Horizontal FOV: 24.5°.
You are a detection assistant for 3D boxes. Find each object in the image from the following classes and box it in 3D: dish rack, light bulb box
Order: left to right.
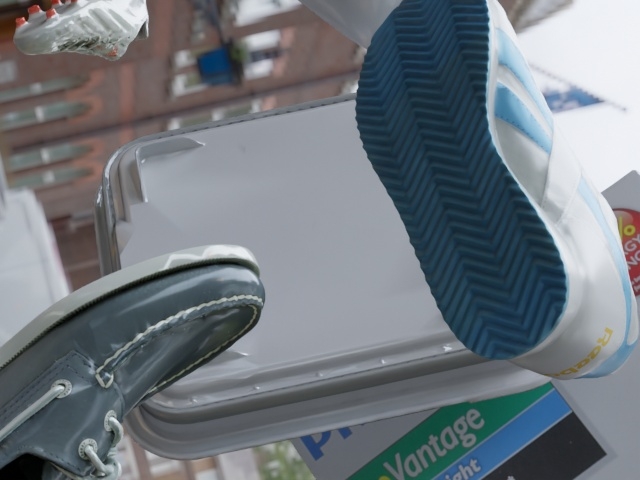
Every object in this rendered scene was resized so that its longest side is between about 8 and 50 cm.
[{"bbox_3d":[0.000,0.000,1.080,0.072,0.333,0.285,81,-4,-55],"label":"dish rack"},{"bbox_3d":[0.211,0.182,1.253,0.225,0.358,0.361,54,1,25],"label":"light bulb box"}]

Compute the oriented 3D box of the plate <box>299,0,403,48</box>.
[{"bbox_3d":[-0.003,-0.333,1.172,0.278,0.045,0.277,36,-66,17],"label":"plate"}]

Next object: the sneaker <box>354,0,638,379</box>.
[{"bbox_3d":[0.085,-0.033,0.719,0.092,0.087,0.228,25,42,-45],"label":"sneaker"}]

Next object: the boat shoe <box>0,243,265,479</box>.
[{"bbox_3d":[-0.155,0.114,0.827,0.099,0.319,0.116,53,-18,25],"label":"boat shoe"}]

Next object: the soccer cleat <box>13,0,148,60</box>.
[{"bbox_3d":[-0.214,-0.199,1.378,0.196,0.068,0.076,-45,122,-58],"label":"soccer cleat"}]
